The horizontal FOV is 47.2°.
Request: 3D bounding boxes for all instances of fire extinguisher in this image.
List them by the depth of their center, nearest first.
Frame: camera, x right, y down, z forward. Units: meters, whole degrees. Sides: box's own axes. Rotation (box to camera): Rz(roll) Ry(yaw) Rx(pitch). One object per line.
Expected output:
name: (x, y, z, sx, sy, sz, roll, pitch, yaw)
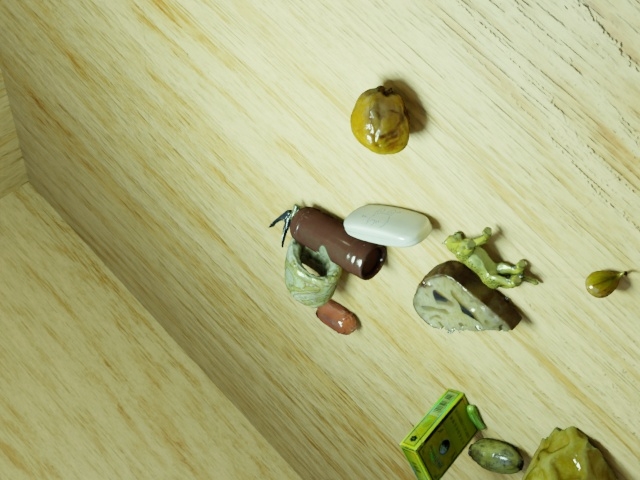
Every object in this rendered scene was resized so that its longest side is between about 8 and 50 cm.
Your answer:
fire extinguisher: (0.000, 0.000, 1.868, 0.344, 0.102, 0.137, 29, 107, 34)

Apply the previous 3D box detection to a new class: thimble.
thimble: (-0.031, 0.077, 1.997, 0.190, 0.138, 0.143, 52, 154, 22)

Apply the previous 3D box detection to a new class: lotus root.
lotus root: (0.306, 0.128, 1.632, 0.170, 0.074, 0.261, 59, 151, -10)
lotus root: (0.462, 0.564, 1.921, 0.089, 0.080, 0.179, 40, 155, -27)

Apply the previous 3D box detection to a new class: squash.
squash: (0.411, 0.469, 1.939, 0.027, 0.027, 0.089, 6, 130, 53)

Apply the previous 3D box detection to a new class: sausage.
sausage: (0.045, 0.224, 2.134, 0.141, 0.076, 0.076, 31, 146, 33)

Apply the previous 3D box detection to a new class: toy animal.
toy animal: (0.343, 0.048, 1.496, 0.181, 0.073, 0.136, 39, 161, -3)

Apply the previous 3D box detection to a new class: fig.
fig: (0.508, 0.072, 1.292, 0.050, 0.050, 0.083, 52, 139, -2)

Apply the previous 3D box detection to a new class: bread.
bread: (0.544, 0.591, 1.665, 0.196, 0.252, 0.238, -4, 126, 53)

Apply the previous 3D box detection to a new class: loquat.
loquat: (0.121, -0.235, 1.432, 0.137, 0.113, 0.137, 165, 90, -74)

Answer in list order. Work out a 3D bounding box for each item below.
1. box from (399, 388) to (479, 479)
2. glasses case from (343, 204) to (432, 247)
box: (0.317, 0.518, 1.926, 0.064, 0.220, 0.140, 9, 131, 52)
glasses case: (0.147, -0.034, 1.645, 0.234, 0.092, 0.059, 16, 139, 49)
